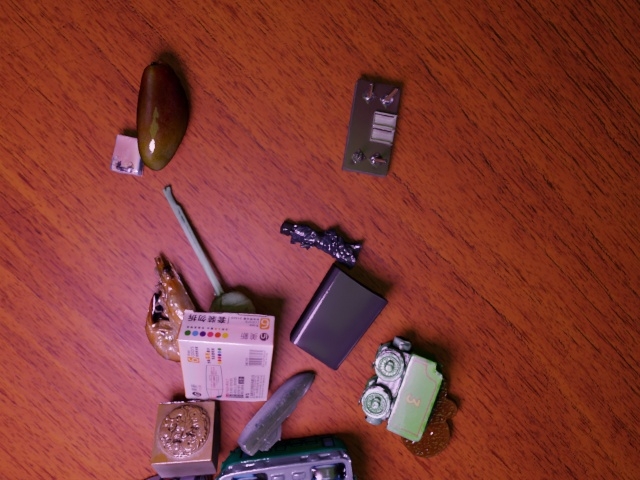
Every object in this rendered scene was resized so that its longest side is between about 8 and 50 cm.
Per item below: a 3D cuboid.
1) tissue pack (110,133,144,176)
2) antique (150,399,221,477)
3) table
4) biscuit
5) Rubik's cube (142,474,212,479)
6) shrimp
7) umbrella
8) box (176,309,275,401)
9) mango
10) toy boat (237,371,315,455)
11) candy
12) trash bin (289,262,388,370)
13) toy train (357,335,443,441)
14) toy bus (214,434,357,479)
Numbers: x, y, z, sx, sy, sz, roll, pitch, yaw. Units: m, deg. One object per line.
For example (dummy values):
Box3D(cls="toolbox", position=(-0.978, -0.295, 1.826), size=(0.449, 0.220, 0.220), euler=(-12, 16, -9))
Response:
Box3D(cls="tissue pack", position=(-0.483, -0.216, 1.138), size=(0.074, 0.059, 0.094), euler=(10, 90, -4))
Box3D(cls="antique", position=(-0.328, 0.485, 1.109), size=(0.146, 0.148, 0.152), euler=(-3, 50, -5))
Box3D(cls="table", position=(0.140, -0.298, 1.174), size=(0.121, 0.111, 0.240), euler=(8, 91, -7))
Box3D(cls="biscuit", position=(0.290, 0.484, 1.248), size=(0.180, 0.039, 0.236), euler=(2, 92, 2))
Box3D(cls="Rubik's cube", position=(-0.386, 0.761, 1.064), size=(0.293, 0.292, 0.287), euler=(-16, 94, -3))
Box3D(cls="shrimp", position=(-0.397, 0.186, 1.164), size=(0.152, 0.063, 0.287), euler=(-20, 95, 6))
Box3D(cls="umbrella", position=(0.001, -0.003, 1.194), size=(0.224, 0.071, 0.080), euler=(21, 51, 0))
Box3D(cls="box", position=(-0.226, 0.290, 1.092), size=(0.220, 0.091, 0.274), euler=(6, 133, -8))
Box3D(cls="mango", position=(-0.389, -0.306, 1.109), size=(0.111, 0.133, 0.268), euler=(4, 89, 11))
Box3D(cls="toy boat", position=(-0.101, 0.440, 1.158), size=(0.260, 0.078, 0.085), euler=(-44, 102, -30))
Box3D(cls="candy", position=(-0.300, 0.059, 1.157), size=(0.119, 0.119, 0.440), euler=(-30, 87, -4))
Box3D(cls="trash bin", position=(0.042, 0.201, 1.180), size=(0.165, 0.115, 0.225), euler=(34, 90, -5))
Box3D(cls="toy train", position=(0.213, 0.382, 1.172), size=(0.188, 0.132, 0.243), euler=(19, 92, 11))
Box3D(cls="toy bus", position=(-0.086, 0.609, 1.134), size=(0.343, 0.199, 0.184), euler=(-4, 90, -6))
